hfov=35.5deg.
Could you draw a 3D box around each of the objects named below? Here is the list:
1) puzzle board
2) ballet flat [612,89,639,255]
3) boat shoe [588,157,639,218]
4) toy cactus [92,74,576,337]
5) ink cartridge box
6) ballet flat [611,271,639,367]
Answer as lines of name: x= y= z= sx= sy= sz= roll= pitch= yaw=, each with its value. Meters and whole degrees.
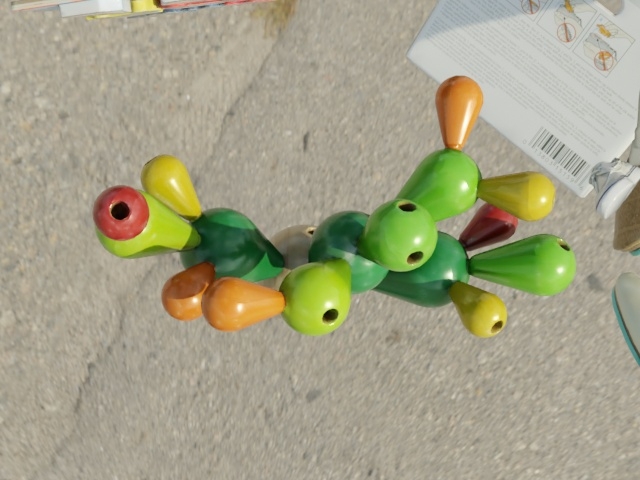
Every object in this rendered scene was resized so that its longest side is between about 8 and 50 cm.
puzzle board: x=-0.045 y=-0.101 z=0.406 sx=0.128 sy=0.096 sz=0.011 roll=-2 pitch=103 yaw=25
ballet flat: x=0.369 y=-0.133 z=0.890 sx=0.124 sy=0.342 sz=0.116 roll=45 pitch=23 yaw=-7
boat shoe: x=0.230 y=-0.046 z=0.796 sx=0.035 sy=0.035 sz=0.100 roll=35 pitch=32 yaw=15
toy cactus: x=0.000 y=0.000 z=0.465 sx=0.219 sy=0.180 sz=0.112 roll=-5 pitch=81 yaw=-19
ink cartridge box: x=0.263 y=-0.223 z=1.126 sx=0.275 sy=0.239 sz=0.060 roll=41 pitch=36 yaw=12
ballet flat: x=0.327 y=0.131 z=0.833 sx=0.086 sy=0.086 sz=0.248 roll=-16 pitch=76 yaw=-13
